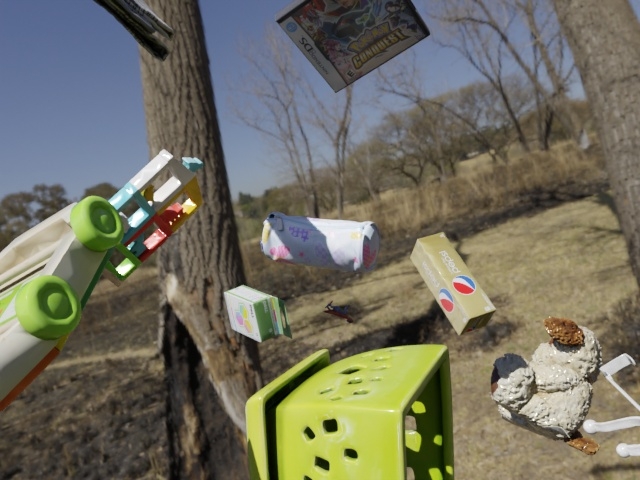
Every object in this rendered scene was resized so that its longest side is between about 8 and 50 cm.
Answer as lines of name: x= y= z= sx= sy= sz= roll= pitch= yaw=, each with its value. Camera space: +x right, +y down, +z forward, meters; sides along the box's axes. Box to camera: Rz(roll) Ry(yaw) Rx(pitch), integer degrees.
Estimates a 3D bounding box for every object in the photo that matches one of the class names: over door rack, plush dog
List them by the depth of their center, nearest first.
over door rack: x=0.507 y=0.347 z=0.913 sx=0.108 sy=0.239 sz=0.324 roll=-31 pitch=-3 yaw=22
plush dog: x=0.471 y=0.268 z=1.163 sx=0.211 sy=0.225 sz=0.262 roll=22 pitch=-17 yaw=34

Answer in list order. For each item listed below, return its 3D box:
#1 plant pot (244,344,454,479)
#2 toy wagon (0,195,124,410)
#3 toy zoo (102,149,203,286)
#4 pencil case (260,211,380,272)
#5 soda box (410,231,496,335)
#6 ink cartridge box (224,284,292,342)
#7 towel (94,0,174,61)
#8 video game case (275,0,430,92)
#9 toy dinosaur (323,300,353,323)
plant pot: x=0.038 y=0.258 z=0.731 sx=0.207 sy=0.227 sz=0.228 roll=0 pitch=7 yaw=24
toy wagon: x=-0.331 y=0.097 z=0.581 sx=0.267 sy=0.068 sz=0.344 roll=-25 pitch=33 yaw=23
toy zoo: x=-0.337 y=-0.054 z=1.171 sx=0.293 sy=0.030 sz=0.192 roll=-46 pitch=-22 yaw=-14
pencil case: x=0.000 y=0.000 z=1.368 sx=0.273 sy=0.124 sz=0.113 roll=8 pitch=31 yaw=26
soda box: x=0.231 y=0.074 z=1.061 sx=0.058 sy=0.181 sz=0.061 roll=-15 pitch=-35 yaw=-20
ink cartridge box: x=-0.163 y=0.191 z=1.525 sx=0.062 sy=0.109 sz=0.209 roll=-21 pitch=19 yaw=-33
towel: x=-0.387 y=-0.462 z=0.962 sx=0.056 sy=0.324 sz=0.312 roll=-41 pitch=-34 yaw=6
video game case: x=0.076 y=-0.503 z=1.393 sx=0.275 sy=0.035 sz=0.248 roll=-26 pitch=-47 yaw=25
toy dinosaur: x=0.048 y=0.194 z=1.546 sx=0.047 sy=0.082 sz=0.090 roll=-47 pitch=-1 yaw=42
